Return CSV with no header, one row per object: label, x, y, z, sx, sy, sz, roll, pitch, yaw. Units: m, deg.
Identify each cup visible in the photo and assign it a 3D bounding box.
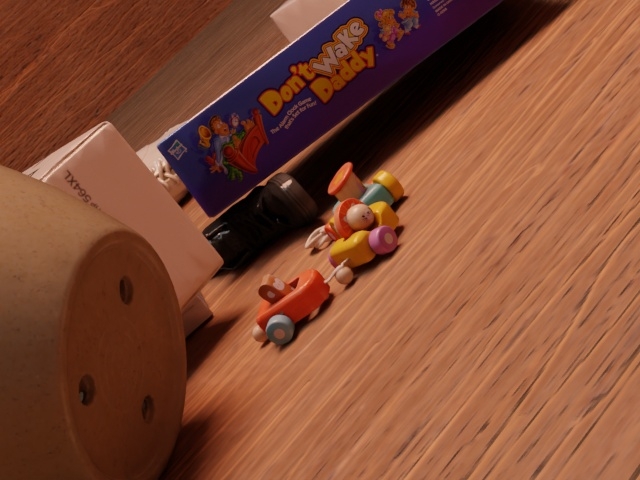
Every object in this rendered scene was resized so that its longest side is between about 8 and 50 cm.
cup,-0.227,0.082,0.796,0.237,0.331,0.331,-5,29,19

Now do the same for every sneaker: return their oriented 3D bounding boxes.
sneaker,-0.063,-0.007,1.064,0.089,0.051,0.170,-44,10,-14
sneaker,-0.195,-0.084,1.511,0.091,0.094,0.258,-34,15,41

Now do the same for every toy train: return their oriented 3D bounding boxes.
toy train,0.000,0.000,0.889,0.125,0.046,0.166,-34,17,25

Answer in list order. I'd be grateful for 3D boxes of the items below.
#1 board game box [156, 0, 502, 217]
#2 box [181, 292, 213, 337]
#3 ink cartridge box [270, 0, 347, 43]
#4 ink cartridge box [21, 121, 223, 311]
board game box,0.022,-0.162,1.124,0.347,0.078,0.233,-37,5,2
box,-0.170,0.080,1.099,0.145,0.038,0.186,-42,16,-2
ink cartridge box,0.059,-0.344,1.625,0.219,0.092,0.160,-49,16,-29
ink cartridge box,-0.193,0.007,1.003,0.203,0.148,0.086,-18,26,53
